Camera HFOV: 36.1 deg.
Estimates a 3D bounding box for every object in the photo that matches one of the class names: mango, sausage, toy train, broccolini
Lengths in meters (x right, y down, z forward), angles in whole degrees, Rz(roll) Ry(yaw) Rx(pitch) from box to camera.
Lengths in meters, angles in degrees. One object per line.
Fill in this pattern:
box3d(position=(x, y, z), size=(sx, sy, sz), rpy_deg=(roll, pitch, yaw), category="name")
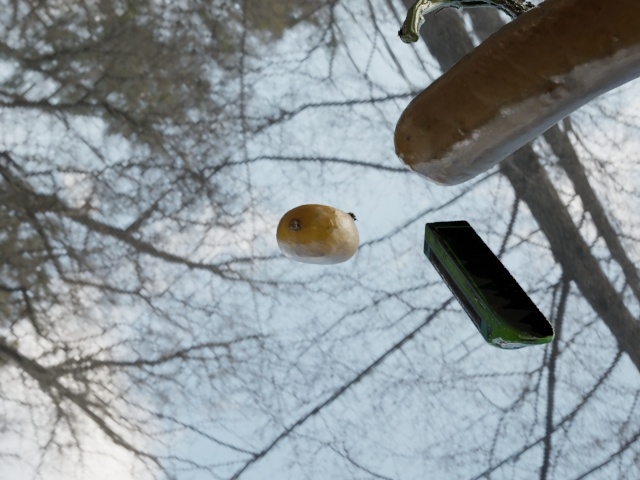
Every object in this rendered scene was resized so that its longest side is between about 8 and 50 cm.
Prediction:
box3d(position=(0.000, 0.000, 1.229), size=(0.101, 0.187, 0.066), rpy_deg=(-5, -102, 12), category="mango")
box3d(position=(0.294, -0.211, 1.030), size=(0.501, 0.136, 0.123), rpy_deg=(-30, -147, 17), category="sausage")
box3d(position=(0.145, 0.047, 0.869), size=(0.044, 0.042, 0.209), rpy_deg=(-5, -151, -13), category="toy train")
box3d(position=(0.194, -0.284, 1.258), size=(0.123, 0.062, 0.271), rpy_deg=(23, -142, 28), category="broccolini")
